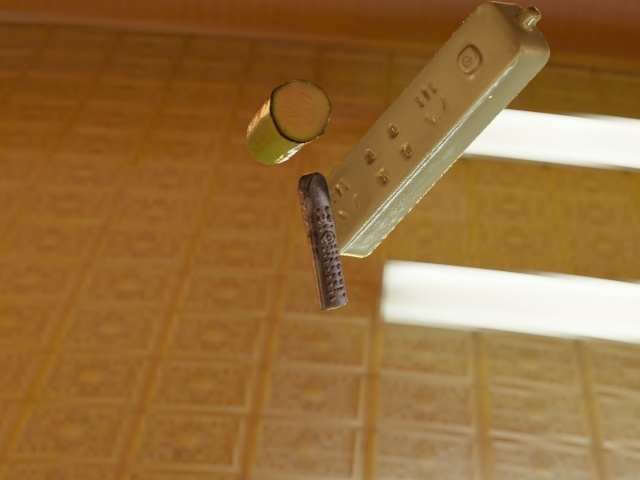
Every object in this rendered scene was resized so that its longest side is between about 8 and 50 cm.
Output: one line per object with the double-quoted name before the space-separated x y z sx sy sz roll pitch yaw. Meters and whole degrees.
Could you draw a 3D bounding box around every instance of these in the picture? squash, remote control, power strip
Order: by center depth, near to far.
"remote control" 0.001 0.000 1.936 0.027 0.152 0.043 -10 -177 28
"power strip" 0.121 -0.129 1.982 0.062 0.385 0.091 2 -131 -46
"squash" -0.058 -0.162 2.479 0.095 0.095 0.188 -5 171 -21
